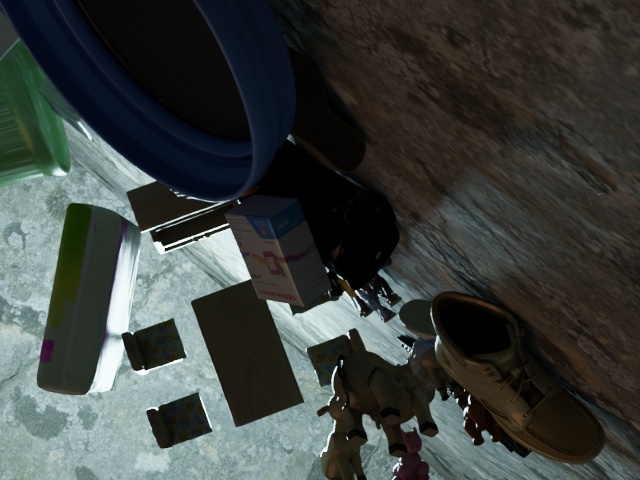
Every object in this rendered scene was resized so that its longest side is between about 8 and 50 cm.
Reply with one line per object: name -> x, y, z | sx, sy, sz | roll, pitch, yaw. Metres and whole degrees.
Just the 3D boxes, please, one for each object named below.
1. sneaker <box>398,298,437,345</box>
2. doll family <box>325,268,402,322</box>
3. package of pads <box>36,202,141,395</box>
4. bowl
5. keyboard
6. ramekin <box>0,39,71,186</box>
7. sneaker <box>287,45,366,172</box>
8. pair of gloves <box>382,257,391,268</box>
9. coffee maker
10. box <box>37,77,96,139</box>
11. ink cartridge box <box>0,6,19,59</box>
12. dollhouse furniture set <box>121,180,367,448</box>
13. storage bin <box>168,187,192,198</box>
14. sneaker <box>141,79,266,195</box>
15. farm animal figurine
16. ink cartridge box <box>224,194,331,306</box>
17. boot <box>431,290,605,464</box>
sneaker -> 0.179, 0.141, 1.792 | 0.152, 0.058, 0.084 | 21, 152, 43
doll family -> 0.055, 0.061, 1.866 | 0.111, 0.076, 0.193 | 53, 162, -12
package of pads -> -0.370, 0.099, 2.039 | 0.101, 0.296, 0.229 | 10, 175, 1
bowl -> -0.180, -0.214, 1.211 | 0.391, 0.077, 0.391 | 36, 153, 22
keyboard -> 0.270, 0.287, 2.195 | 0.317, 0.033, 0.201 | 44, 169, -29
ramekin -> -0.563, -0.237, 2.209 | 0.303, 0.148, 0.303 | 162, 90, -89
sneaker -> -0.025, -0.135, 1.286 | 0.071, 0.066, 0.188 | 32, 167, 43
pair of gloves -> 0.000, 0.000, 1.714 | 0.198, 0.023, 0.159 | 17, -170, -23
coffee maker -> -0.004, -0.048, 1.536 | 0.178, 0.120, 0.171 | 33, 144, 28
box -> -0.424, -0.251, 2.209 | 0.102, 0.087, 0.101 | 39, 171, 13
ink cartridge box -> -0.598, -0.322, 1.892 | 0.223, 0.307, 0.129 | 33, 169, 33
dollhouse furniture set -> -0.151, 0.095, 2.019 | 0.256, 0.362, 0.394 | 99, 151, -81
storage bin -> -0.168, -0.129, 1.691 | 0.084, 0.122, 0.180 | 42, 170, -14
sneaker -> -0.139, -0.177, 1.464 | 0.121, 0.099, 0.262 | -97, -9, -48
farm animal figurine -> 0.108, 0.264, 1.991 | 0.327, 0.330, 0.172 | 49, -162, -51
ink cartridge box -> -0.050, 0.012, 1.489 | 0.088, 0.052, 0.122 | 7, 126, 49
boot -> 0.248, 0.173, 1.584 | 0.262, 0.095, 0.203 | 41, 170, 20
